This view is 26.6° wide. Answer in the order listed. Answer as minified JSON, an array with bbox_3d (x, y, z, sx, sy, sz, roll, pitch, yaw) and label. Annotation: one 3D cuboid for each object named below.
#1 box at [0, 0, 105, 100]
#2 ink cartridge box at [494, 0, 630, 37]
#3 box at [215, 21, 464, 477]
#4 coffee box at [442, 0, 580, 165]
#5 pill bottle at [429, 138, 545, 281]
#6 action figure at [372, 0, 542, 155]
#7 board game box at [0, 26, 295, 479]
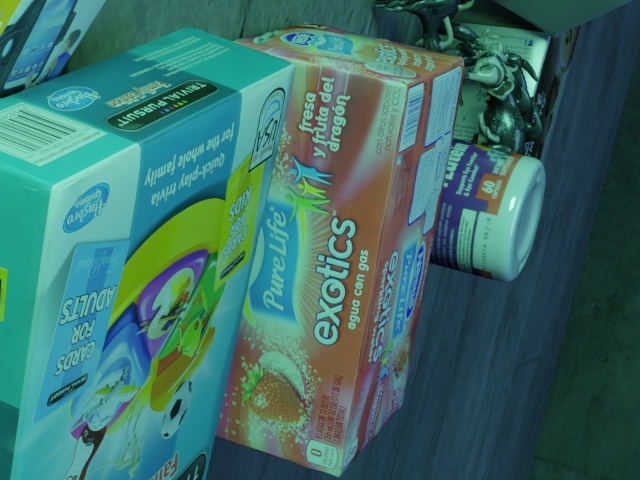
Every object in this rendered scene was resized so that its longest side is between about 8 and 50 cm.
[{"bbox_3d":[-0.132,-0.115,0.641,0.136,0.028,0.081,-51,171,20],"label":"box"},{"bbox_3d":[0.292,-0.406,1.259,0.385,0.160,0.279,-60,-170,-9],"label":"ink cartridge box"},{"bbox_3d":[0.000,0.000,1.019,0.154,0.142,0.300,-34,136,-63],"label":"box"},{"bbox_3d":[0.204,-0.202,1.483,0.168,0.119,0.297,20,85,-72],"label":"coffee box"},{"bbox_3d":[0.084,-0.038,1.149,0.108,0.193,0.108,14,90,-71],"label":"pill bottle"},{"bbox_3d":[0.134,-0.148,1.303,0.164,0.141,0.276,-62,142,-39],"label":"action figure"},{"bbox_3d":[-0.129,0.073,0.753,0.254,0.079,0.336,-39,147,-59],"label":"board game box"}]
